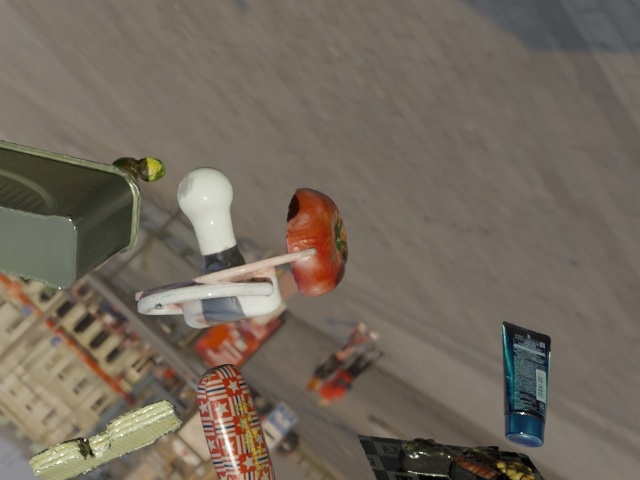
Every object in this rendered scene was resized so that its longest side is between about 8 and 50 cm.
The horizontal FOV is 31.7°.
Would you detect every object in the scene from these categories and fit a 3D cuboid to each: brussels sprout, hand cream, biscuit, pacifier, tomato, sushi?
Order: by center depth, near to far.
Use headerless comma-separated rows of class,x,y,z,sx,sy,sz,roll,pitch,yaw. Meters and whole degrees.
brussels sprout,-0.276,-0.104,1.707,0.051,0.083,0.046,-102,11,-64
biscuit,-0.346,0.330,1.845,0.147,0.250,0.046,77,170,-73
pacifier,-0.163,0.034,1.845,0.332,0.273,0.220,-14,144,42
sushi,0.276,0.425,2.086,0.359,0.064,0.343,8,-166,-11
tomato,0.002,0.000,2.247,0.085,0.225,0.225,-7,146,19
hand cream,0.433,0.299,2.371,0.120,0.270,0.061,17,145,-12

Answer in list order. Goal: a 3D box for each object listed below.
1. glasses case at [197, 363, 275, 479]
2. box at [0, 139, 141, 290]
glasses case,-0.103,0.253,1.420,0.049,0.073,0.194,-13,97,38
box,-0.393,-0.038,1.478,0.274,0.138,0.178,11,-157,10
